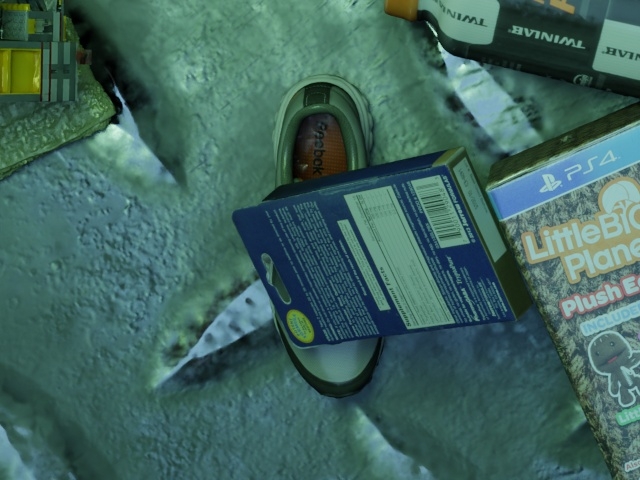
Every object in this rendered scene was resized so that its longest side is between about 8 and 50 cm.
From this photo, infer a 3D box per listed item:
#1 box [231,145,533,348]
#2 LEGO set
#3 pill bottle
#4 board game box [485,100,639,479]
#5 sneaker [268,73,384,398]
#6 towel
[{"bbox_3d":[0.043,0.010,1.386,0.225,0.036,0.136,-11,112,40],"label":"box"},{"bbox_3d":[-0.326,-0.215,1.443,0.331,0.192,0.255,-4,92,35],"label":"LEGO set"},{"bbox_3d":[0.177,-0.197,1.433,0.246,0.130,0.130,13,98,5],"label":"pill bottle"},{"bbox_3d":[0.252,0.052,1.402,0.141,0.232,0.291,-24,93,8],"label":"board game box"},{"bbox_3d":[0.000,0.000,1.487,0.100,0.108,0.271,-4,97,5],"label":"sneaker"},{"bbox_3d":[-0.260,-0.120,1.541,0.148,0.027,0.110,-26,92,9],"label":"towel"}]
